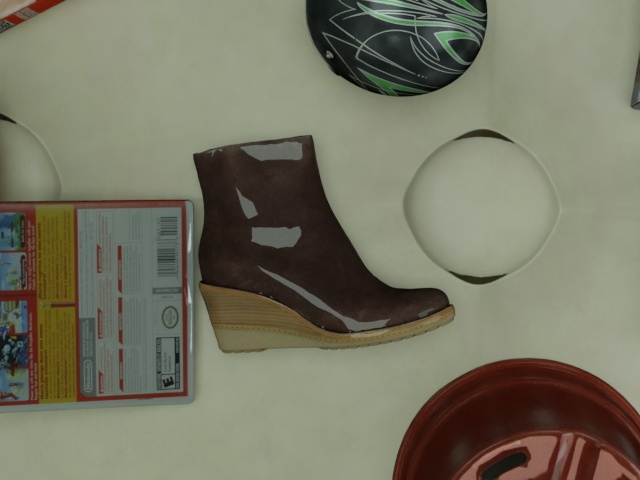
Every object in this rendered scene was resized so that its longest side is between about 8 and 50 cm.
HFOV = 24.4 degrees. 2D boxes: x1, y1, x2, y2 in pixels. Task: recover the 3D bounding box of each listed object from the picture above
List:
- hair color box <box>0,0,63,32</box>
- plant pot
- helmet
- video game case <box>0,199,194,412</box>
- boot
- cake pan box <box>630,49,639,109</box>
[{"bbox_3d":[-0.277,-0.283,1.470,0.167,0.053,0.093,-27,89,5],"label":"hair color box"},{"bbox_3d":[0.196,0.254,1.336,0.272,0.265,0.272,0,91,4],"label":"plant pot"},{"bbox_3d":[0.072,-0.213,1.391,0.169,0.161,0.169,0,90,4],"label":"helmet"},{"bbox_3d":[-0.264,0.063,1.432,0.285,0.025,0.204,-1,96,-16],"label":"video game case"},{"bbox_3d":[0.000,0.000,1.433,0.248,0.090,0.207,-4,92,7],"label":"boot"},{"bbox_3d":[0.439,-0.238,1.415,0.246,0.070,0.267,8,91,2],"label":"cake pan box"}]
